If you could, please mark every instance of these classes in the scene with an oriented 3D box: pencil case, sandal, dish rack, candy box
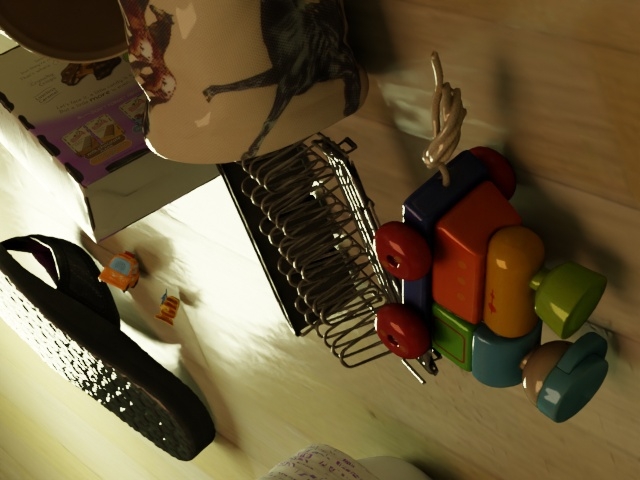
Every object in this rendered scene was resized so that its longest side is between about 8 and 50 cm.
[{"bbox_3d":[-0.095,-0.237,1.162,0.183,0.160,0.410,21,138,45],"label":"pencil case"},{"bbox_3d":[-0.285,0.096,2.170,0.446,0.107,0.167,38,152,17],"label":"sandal"},{"bbox_3d":[0.000,0.000,1.348,0.208,0.074,0.271,66,171,-21],"label":"dish rack"},{"bbox_3d":[-0.176,-0.110,1.516,0.196,0.165,0.070,43,153,37],"label":"candy box"}]

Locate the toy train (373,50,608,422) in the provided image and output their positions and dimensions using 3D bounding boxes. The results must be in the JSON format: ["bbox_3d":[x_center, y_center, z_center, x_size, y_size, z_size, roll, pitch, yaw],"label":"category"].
[{"bbox_3d":[0.117,0.006,1.120,0.143,0.105,0.248,35,151,26],"label":"toy train"}]

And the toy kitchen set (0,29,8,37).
[{"bbox_3d":[-0.287,-0.245,1.786,0.068,0.075,0.083,-2,164,26],"label":"toy kitchen set"}]

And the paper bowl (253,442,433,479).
[{"bbox_3d":[0.056,0.307,1.590,0.284,0.148,0.284,47,156,29],"label":"paper bowl"}]

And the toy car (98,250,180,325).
[{"bbox_3d":[-0.190,0.048,1.976,0.122,0.060,0.040,28,103,25],"label":"toy car"}]

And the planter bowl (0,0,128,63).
[{"bbox_3d":[-0.193,-0.233,1.430,0.109,0.162,0.162,-103,-9,-69],"label":"planter bowl"}]
